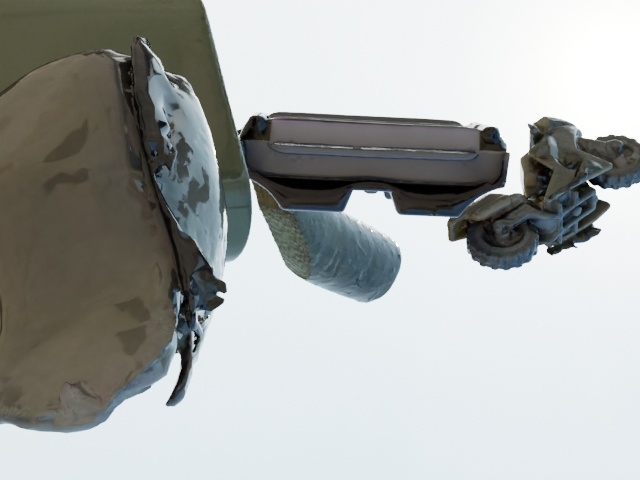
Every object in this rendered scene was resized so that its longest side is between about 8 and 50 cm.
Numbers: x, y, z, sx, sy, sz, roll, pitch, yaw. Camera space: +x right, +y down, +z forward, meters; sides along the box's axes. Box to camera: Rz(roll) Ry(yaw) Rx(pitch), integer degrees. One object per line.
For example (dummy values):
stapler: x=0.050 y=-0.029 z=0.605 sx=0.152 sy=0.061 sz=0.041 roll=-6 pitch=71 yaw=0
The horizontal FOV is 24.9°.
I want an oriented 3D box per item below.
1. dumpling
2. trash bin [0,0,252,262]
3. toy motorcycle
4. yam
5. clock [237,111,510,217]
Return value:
dumpling: x=-0.153 y=-0.019 z=0.823 sx=0.293 sy=0.205 sz=0.163 roll=-95 pitch=-166 yaw=-48
trash bin: x=-0.193 y=-0.079 z=1.048 sx=0.121 sy=0.247 sz=0.243 roll=-42 pitch=-122 yaw=57
toy motorcycle: x=0.217 y=-0.051 z=1.449 sx=0.229 sy=0.094 sz=0.130 roll=-33 pitch=-130 yaw=-25
yam: x=0.000 y=0.000 z=1.718 sx=0.106 sy=0.259 sz=0.106 roll=-13 pitch=-114 yaw=31
clock: x=0.041 y=-0.073 z=1.343 sx=0.186 sy=0.253 sz=0.083 roll=-95 pitch=-172 yaw=-84
